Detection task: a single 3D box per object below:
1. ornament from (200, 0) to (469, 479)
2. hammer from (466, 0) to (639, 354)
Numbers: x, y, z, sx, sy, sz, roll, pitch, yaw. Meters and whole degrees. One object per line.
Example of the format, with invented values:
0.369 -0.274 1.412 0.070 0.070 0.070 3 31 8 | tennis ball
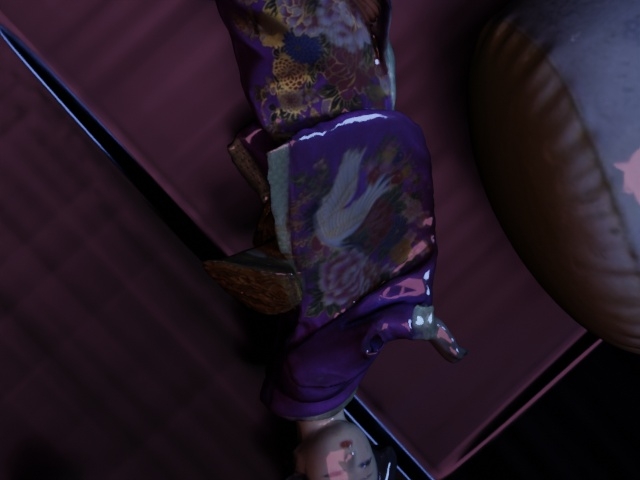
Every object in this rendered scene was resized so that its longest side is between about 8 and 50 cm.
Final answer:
0.005 -0.001 0.532 0.088 0.081 0.203 -25 112 -36 | ornament
0.180 0.032 0.564 0.202 0.113 0.305 -27 107 -1 | hammer
